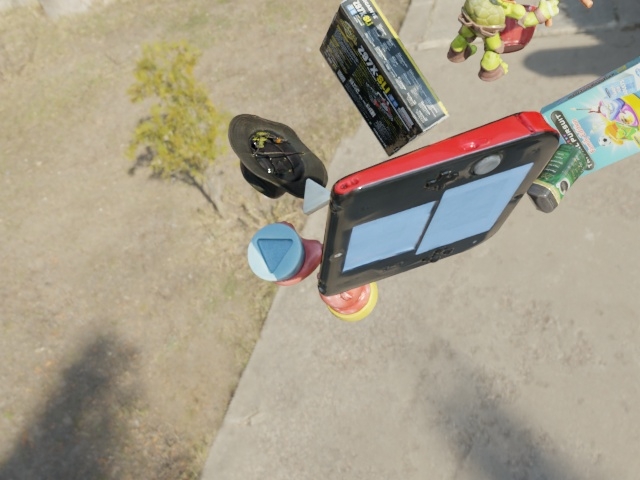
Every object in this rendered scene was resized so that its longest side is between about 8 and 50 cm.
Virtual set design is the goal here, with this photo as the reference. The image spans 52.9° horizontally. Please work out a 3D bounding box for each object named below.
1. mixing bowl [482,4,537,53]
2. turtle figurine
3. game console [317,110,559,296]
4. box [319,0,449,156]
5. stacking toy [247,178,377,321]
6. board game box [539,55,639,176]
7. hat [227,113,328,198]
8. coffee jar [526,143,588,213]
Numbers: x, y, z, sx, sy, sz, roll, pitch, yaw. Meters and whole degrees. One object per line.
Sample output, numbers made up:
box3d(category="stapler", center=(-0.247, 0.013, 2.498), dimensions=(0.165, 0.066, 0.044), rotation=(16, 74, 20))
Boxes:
box3d(category="mixing bowl", center=(0.538, -0.597, 1.847), dimensions=(0.182, 0.098, 0.181), rotation=(-4, 0, 0))
box3d(category="turtle figurine", center=(0.281, -0.356, 1.043), dimensions=(0.270, 0.217, 0.087), rotation=(23, 67, 15))
box3d(category="game console", center=(0.164, -0.036, 0.996), dimensions=(0.342, 0.386, 0.060), rotation=(-22, 68, -13))
box3d(category="box", center=(0.132, -0.362, 1.447), dimensions=(0.079, 0.322, 0.257), rotation=(-34, 1, -13))
box3d(category="stacking toy", center=(0.000, 0.000, 1.407), dimensions=(0.309, 0.130, 0.279), rotation=(22, 84, 25))
box3d(category="board game box", center=(0.897, -0.375, 1.999), dimensions=(0.336, 0.253, 0.079), rotation=(-27, 16, 41))
box3d(category="hat", center=(-0.148, -0.214, 1.874), dimensions=(0.134, 0.331, 0.331), rotation=(-50, 28, 34))
box3d(category="coffee jar", center=(0.639, -0.167, 1.745), dimensions=(0.184, 0.096, 0.079), rotation=(-50, 38, -9))
